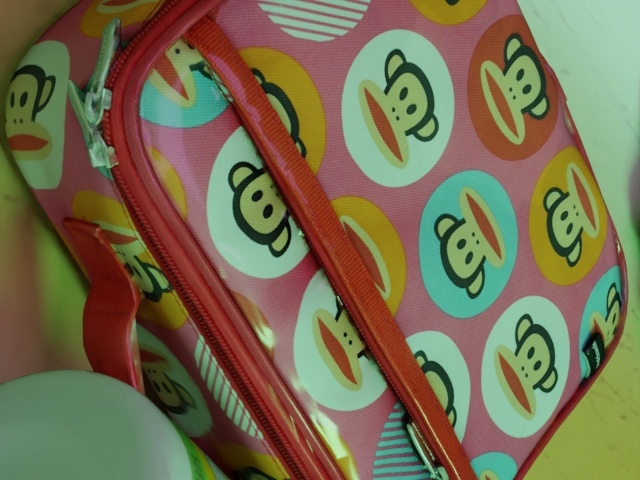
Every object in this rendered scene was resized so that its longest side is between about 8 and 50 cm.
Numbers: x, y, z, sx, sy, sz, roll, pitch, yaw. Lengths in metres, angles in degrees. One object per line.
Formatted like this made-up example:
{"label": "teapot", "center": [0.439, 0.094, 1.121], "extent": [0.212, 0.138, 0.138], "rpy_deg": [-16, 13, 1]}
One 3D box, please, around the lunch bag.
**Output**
{"label": "lunch bag", "center": [0.000, 0.000, 0.649], "extent": [0.258, 0.120, 0.293], "rpy_deg": [-47, 121, -31]}

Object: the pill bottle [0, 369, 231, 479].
{"label": "pill bottle", "center": [-0.053, 0.168, 0.563], "extent": [0.245, 0.136, 0.136], "rpy_deg": [53, 55, -42]}
